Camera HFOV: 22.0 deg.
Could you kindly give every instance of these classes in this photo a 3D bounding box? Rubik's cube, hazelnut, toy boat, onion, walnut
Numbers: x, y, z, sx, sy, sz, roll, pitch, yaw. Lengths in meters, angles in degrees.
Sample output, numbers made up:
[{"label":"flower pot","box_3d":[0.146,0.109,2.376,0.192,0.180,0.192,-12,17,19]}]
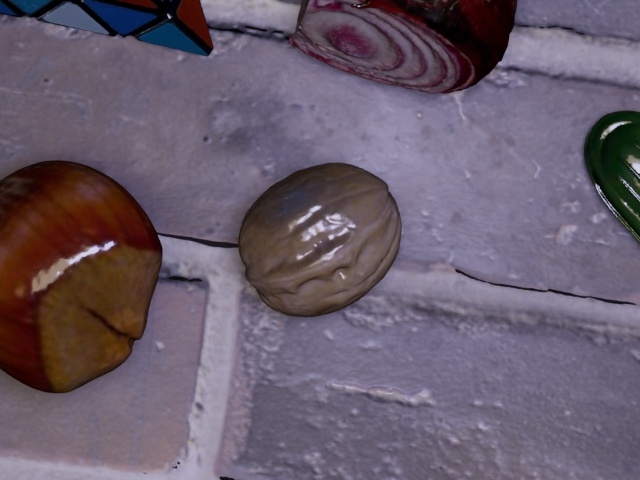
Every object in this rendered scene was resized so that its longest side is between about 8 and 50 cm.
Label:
[{"label":"Rubik's cube","box_3d":[-0.186,-0.330,1.620,0.250,0.284,0.234,21,69,-24]},{"label":"hazelnut","box_3d":[-0.256,0.030,1.593,0.181,0.181,0.212,35,93,-29]},{"label":"toy boat","box_3d":[0.347,-0.041,1.632,0.104,0.052,0.210,-43,90,4]},{"label":"onion","box_3d":[0.097,-0.263,1.557,0.207,0.216,0.206,22,77,-11]},{"label":"walnut","box_3d":[0.000,-0.001,1.598,0.162,0.140,0.140,-26,91,11]}]
